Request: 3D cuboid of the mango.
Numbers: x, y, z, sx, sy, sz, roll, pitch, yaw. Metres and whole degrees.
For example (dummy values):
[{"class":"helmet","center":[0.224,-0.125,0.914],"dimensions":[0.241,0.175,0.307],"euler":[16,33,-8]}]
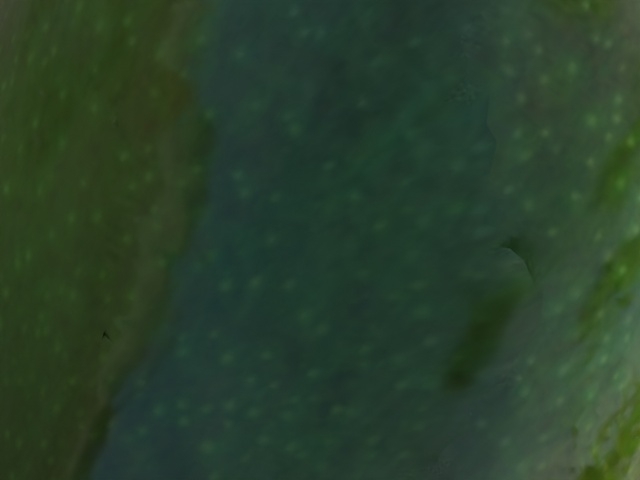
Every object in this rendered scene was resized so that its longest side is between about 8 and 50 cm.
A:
[{"class":"mango","center":[0.000,0.000,0.475],"dimensions":[0.201,0.225,0.382],"euler":[27,78,6]}]
